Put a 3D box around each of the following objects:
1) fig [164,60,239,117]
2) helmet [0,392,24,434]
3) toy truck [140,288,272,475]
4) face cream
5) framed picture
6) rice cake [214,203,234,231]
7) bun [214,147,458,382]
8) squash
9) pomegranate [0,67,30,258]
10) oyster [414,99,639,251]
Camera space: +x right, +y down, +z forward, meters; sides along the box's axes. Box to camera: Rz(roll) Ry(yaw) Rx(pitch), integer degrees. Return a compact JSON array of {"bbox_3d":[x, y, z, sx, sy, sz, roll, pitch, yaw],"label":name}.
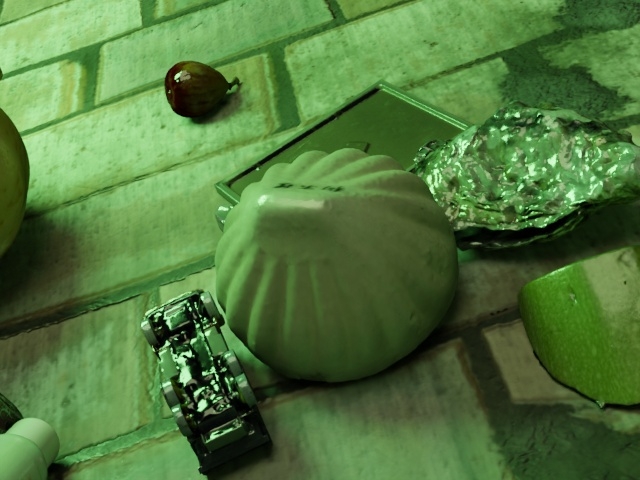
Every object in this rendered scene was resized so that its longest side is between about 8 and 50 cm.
[{"bbox_3d":[-0.171,-0.232,1.527,0.125,0.088,0.089,-12,32,-26],"label":"fig"},{"bbox_3d":[-0.413,0.200,1.077,0.177,0.107,0.153,-2,38,24],"label":"helmet"},{"bbox_3d":[-0.116,0.143,1.023,0.083,0.092,0.192,-25,45,-4],"label":"toy truck"},{"bbox_3d":[-0.317,0.245,0.934,0.082,0.081,0.269,-13,14,11],"label":"face cream"},{"bbox_3d":[0.030,-0.104,1.315,0.289,0.016,0.213,-34,40,-17],"label":"framed picture"},{"bbox_3d":[-0.074,0.014,1.197,0.036,0.047,0.207,-25,39,-18],"label":"rice cake"},{"bbox_3d":[0.000,0.000,1.020,0.263,0.175,0.263,-7,60,13],"label":"bun"},{"bbox_3d":[0.286,0.058,0.937,0.192,0.085,0.184,-19,36,5],"label":"squash"},{"bbox_3d":[-0.562,-0.113,1.300,0.412,0.411,0.411,-13,38,10],"label":"pomegranate"},{"bbox_3d":[0.232,-0.078,1.102,0.268,0.112,0.198,-14,39,20],"label":"oyster"}]
